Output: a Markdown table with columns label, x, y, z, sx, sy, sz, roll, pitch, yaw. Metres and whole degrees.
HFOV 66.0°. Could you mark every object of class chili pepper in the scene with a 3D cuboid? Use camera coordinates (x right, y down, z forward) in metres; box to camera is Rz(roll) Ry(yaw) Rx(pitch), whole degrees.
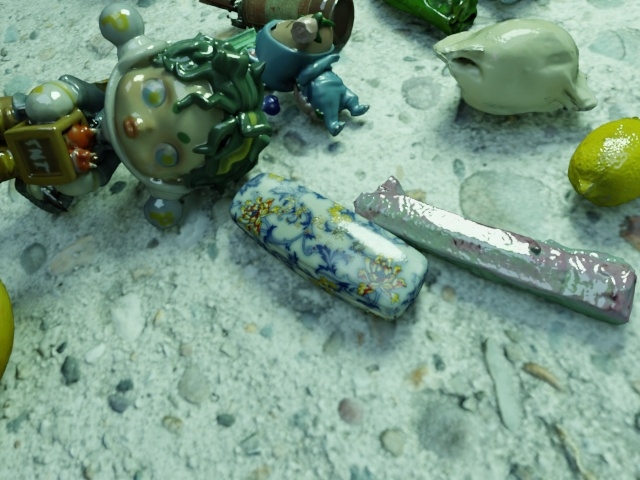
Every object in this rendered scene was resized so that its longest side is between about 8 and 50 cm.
| label | x | y | z | sx | sy | sz | roll | pitch | yaw |
| --- | --- | --- | --- | --- | --- | --- | --- | --- | --- |
| chili pepper | 0.139 | -0.394 | 0.747 | 0.099 | 0.083 | 0.253 | -24 | 60 | -12 |

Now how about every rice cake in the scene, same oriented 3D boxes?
| label | x | y | z | sx | sy | sz | roll | pitch | yaw |
| --- | --- | --- | --- | --- | --- | --- | --- | --- | --- |
| rice cake | 0.173 | -0.002 | 0.516 | 0.290 | 0.051 | 0.081 | 24 | 69 | 26 |

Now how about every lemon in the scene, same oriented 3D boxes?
| label | x | y | z | sx | sy | sz | roll | pitch | yaw |
| --- | --- | --- | --- | --- | --- | --- | --- | --- | --- |
| lemon | 0.304 | -0.079 | 0.511 | 0.082 | 0.082 | 0.110 | 37 | 74 | 30 |

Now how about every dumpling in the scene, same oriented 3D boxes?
| label | x | y | z | sx | sy | sz | roll | pitch | yaw |
| --- | --- | --- | --- | --- | --- | --- | --- | --- | --- |
| dumpling | 0.235 | -0.210 | 0.596 | 0.199 | 0.118 | 0.136 | 26 | 37 | 5 |

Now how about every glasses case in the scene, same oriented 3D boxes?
| label | x | y | z | sx | sy | sz | roll | pitch | yaw |
| --- | --- | --- | --- | --- | --- | --- | --- | --- | --- |
| glasses case | 0.000 | 0.000 | 0.551 | 0.248 | 0.065 | 0.087 | 29 | 73 | 26 |

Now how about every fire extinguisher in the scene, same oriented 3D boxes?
| label | x | y | z | sx | sy | sz | roll | pitch | yaw |
| --- | --- | --- | --- | --- | --- | --- | --- | --- | --- |
| fire extinguisher | -0.078 | -0.370 | 0.770 | 0.252 | 0.106 | 0.075 | 19 | 86 | 23 |

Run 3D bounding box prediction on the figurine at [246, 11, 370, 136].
| label | x | y | z | sx | sy | sz | roll | pitch | yaw |
| --- | --- | --- | --- | --- | --- | --- | --- | --- | --- |
| figurine | -0.006 | -0.234 | 0.651 | 0.114 | 0.144 | 0.178 | -36 | 83 | -33 |

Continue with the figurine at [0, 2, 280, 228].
| label | x | y | z | sx | sy | sz | roll | pitch | yaw |
| --- | --- | --- | --- | --- | --- | --- | --- | --- | --- |
| figurine | -0.242 | -0.145 | 0.609 | 0.382 | 0.261 | 0.186 | -7 | 35 | -1 |

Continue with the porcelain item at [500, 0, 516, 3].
| label | x | y | z | sx | sy | sz | roll | pitch | yaw |
| --- | --- | --- | --- | --- | --- | --- | --- | --- | --- |
| porcelain item | 0.227 | -0.469 | 0.738 | 0.141 | 0.141 | 0.259 | -28 | 65 | -3 |

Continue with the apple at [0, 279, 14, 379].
| label | x | y | z | sx | sy | sz | roll | pitch | yaw |
| --- | --- | --- | --- | --- | --- | --- | --- | --- | --- |
| apple | -0.474 | 0.111 | 0.493 | 0.286 | 0.286 | 0.233 | -11 | 65 | 8 |

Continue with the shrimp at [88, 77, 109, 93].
| label | x | y | z | sx | sy | sz | roll | pitch | yaw |
| --- | --- | --- | --- | --- | --- | --- | --- | --- | --- |
| shrimp | -0.328 | -0.203 | 0.725 | 0.188 | 0.132 | 0.051 | -17 | 74 | 20 |

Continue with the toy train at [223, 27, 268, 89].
| label | x | y | z | sx | sy | sz | roll | pitch | yaw |
| --- | --- | --- | --- | --- | --- | --- | --- | --- | --- |
| toy train | -0.143 | -0.263 | 0.748 | 0.171 | 0.071 | 0.111 | -23 | 50 | 0 |
